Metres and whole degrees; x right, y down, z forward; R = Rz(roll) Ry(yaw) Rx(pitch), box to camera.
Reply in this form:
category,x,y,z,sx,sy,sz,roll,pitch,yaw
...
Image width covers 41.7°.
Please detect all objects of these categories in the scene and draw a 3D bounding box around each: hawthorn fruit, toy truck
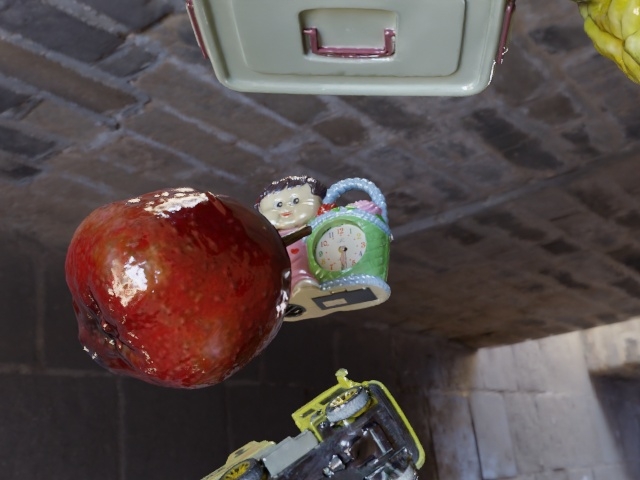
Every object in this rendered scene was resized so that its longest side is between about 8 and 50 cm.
category,x,y,z,sx,sy,sz,roll,pitch,yaw
hawthorn fruit,-0.119,0.043,0.873,0.266,0.230,0.210,-18,77,-30
toy truck,-0.037,0.257,0.893,0.272,0.157,0.124,-33,99,-14

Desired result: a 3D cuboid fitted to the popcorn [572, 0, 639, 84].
category,x,y,z,sx,sy,sz,roll,pitch,yaw
popcorn,0.352,-0.265,0.825,0.242,0.235,0.250,7,93,-71

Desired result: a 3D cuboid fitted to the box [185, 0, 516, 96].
category,x,y,z,sx,sy,sz,roll,pitch,yaw
box,0.031,-0.254,0.796,0.193,0.294,0.167,81,12,-64

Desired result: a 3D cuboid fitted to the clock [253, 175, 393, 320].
category,x,y,z,sx,sy,sz,roll,pitch,yaw
clock,0.000,0.000,1.122,0.100,0.194,0.195,55,26,-56
